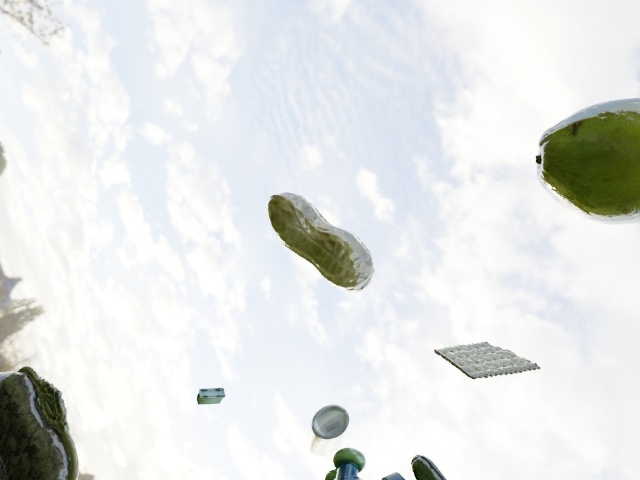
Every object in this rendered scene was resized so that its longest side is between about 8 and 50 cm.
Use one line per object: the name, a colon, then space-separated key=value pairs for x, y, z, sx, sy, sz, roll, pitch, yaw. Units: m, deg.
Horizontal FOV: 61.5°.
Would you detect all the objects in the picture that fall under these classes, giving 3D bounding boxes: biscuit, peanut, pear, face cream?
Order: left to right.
peanut: x=0.000 y=0.000 z=1.205 sx=0.298 sy=0.120 sz=0.136 roll=38 pitch=-35 yaw=1
face cream: x=0.018 y=0.462 z=1.298 sx=0.269 sy=0.108 sz=0.073 roll=96 pitch=-27 yaw=-61
biscuit: x=0.364 y=0.261 z=1.192 sx=0.144 sy=0.203 sz=0.016 roll=31 pitch=-63 yaw=56
pear: x=0.496 y=-0.128 z=0.886 sx=0.270 sy=0.212 sz=0.212 roll=3 pitch=-64 yaw=9

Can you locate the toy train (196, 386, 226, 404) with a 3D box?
toy train: x=-0.352 y=0.501 z=1.726 sx=0.056 sy=0.093 sz=0.038 roll=-61 pitch=-144 yaw=35

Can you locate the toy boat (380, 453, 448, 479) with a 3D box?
toy boat: x=0.131 y=0.306 z=0.507 sx=0.210 sy=0.052 sz=0.104 roll=48 pitch=-59 yaw=43

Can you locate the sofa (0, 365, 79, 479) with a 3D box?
sofa: x=-0.446 y=0.275 z=0.669 sx=0.258 sy=0.200 sz=0.181 roll=39 pitch=-68 yaw=35

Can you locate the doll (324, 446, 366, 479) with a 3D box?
doll: x=0.142 y=0.592 z=1.126 sx=0.322 sy=0.186 sz=0.198 roll=20 pitch=-62 yaw=13
